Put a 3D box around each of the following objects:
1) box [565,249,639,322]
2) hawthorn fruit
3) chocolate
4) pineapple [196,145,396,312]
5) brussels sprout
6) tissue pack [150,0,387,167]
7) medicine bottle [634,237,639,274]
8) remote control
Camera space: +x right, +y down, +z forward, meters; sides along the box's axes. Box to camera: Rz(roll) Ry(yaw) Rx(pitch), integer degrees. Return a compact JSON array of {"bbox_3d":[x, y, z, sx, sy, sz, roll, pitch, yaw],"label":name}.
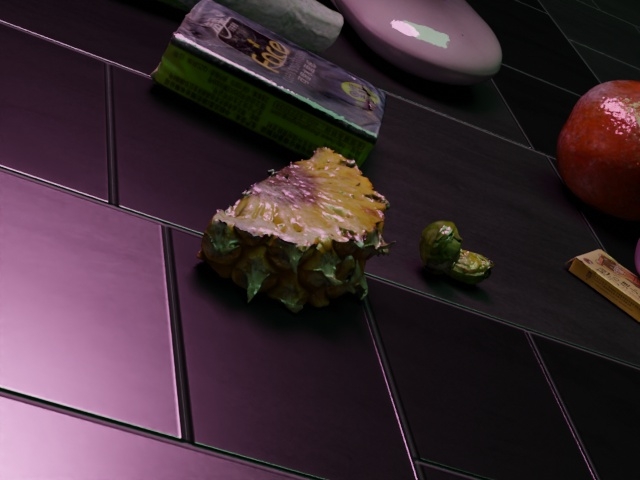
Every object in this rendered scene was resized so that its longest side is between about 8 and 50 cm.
[{"bbox_3d":[0.338,0.059,1.552,0.149,0.020,0.073,37,26,21],"label":"box"},{"bbox_3d":[0.375,-0.105,1.748,0.173,0.172,0.173,23,24,-11],"label":"hawthorn fruit"},{"bbox_3d":[-0.110,-0.300,1.707,0.291,0.110,0.110,20,25,-22],"label":"chocolate"},{"bbox_3d":[0.000,-0.001,1.252,0.135,0.079,0.233,25,28,14],"label":"pineapple"},{"bbox_3d":[0.128,0.017,1.384,0.083,0.051,0.046,42,45,-32],"label":"brussels sprout"},{"bbox_3d":[-0.047,-0.163,1.523,0.236,0.073,0.173,27,23,-3],"label":"tissue pack"},{"bbox_3d":[0.441,0.038,1.585,0.188,0.094,0.119,23,15,-27],"label":"medicine bottle"},{"bbox_3d":[0.120,-0.311,1.958,0.221,0.103,0.332,6,31,-29],"label":"remote control"}]
